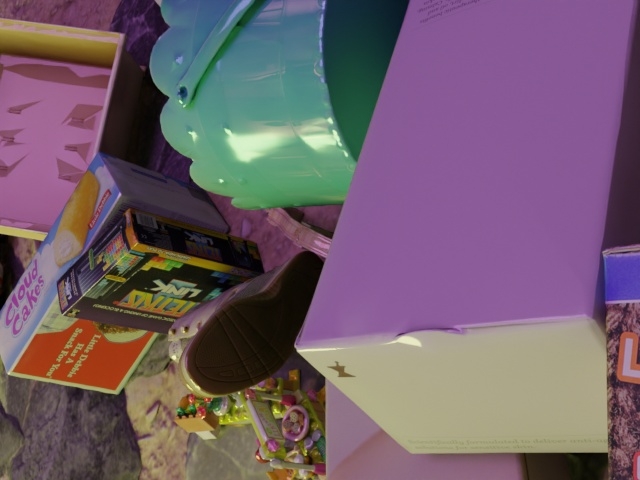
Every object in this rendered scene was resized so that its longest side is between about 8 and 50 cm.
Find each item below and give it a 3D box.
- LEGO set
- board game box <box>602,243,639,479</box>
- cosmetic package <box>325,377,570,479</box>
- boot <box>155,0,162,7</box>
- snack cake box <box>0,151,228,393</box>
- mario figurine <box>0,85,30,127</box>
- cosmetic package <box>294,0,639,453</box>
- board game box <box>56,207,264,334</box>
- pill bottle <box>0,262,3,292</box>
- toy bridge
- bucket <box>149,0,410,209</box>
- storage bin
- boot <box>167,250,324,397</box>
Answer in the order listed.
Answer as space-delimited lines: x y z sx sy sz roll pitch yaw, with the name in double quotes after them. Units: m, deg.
-0.069 0.181 0.943 0.287 0.107 0.132 30 99 47 "LEGO set"
0.263 0.153 0.497 0.141 0.232 0.291 -6 78 44 "board game box"
0.095 0.224 0.697 0.160 0.113 0.310 -20 52 25 "cosmetic package"
-0.124 -0.302 1.188 0.123 0.095 0.258 -46 57 18 "boot"
-0.245 0.045 1.138 0.264 0.152 0.089 -54 45 17 "snack cake box"
-0.506 -0.162 1.467 0.320 0.170 0.198 -28 56 39 "mario figurine"
0.142 -0.051 0.670 0.196 0.155 0.366 -8 50 37 "cosmetic package"
-0.169 0.040 1.048 0.141 0.170 0.048 -41 52 30 "board game box"
-0.534 0.082 1.443 0.124 0.124 0.222 -10 70 44 "pill bottle"
0.000 0.000 0.965 0.188 0.063 0.026 29 98 46 "toy bridge"
0.012 -0.157 0.865 0.183 0.281 0.281 4 79 41 "bucket"
-0.383 -0.140 1.274 0.260 0.123 0.263 9 82 8 "storage bin"
-0.097 0.098 0.954 0.165 0.213 0.077 -26 101 40 "boot"
